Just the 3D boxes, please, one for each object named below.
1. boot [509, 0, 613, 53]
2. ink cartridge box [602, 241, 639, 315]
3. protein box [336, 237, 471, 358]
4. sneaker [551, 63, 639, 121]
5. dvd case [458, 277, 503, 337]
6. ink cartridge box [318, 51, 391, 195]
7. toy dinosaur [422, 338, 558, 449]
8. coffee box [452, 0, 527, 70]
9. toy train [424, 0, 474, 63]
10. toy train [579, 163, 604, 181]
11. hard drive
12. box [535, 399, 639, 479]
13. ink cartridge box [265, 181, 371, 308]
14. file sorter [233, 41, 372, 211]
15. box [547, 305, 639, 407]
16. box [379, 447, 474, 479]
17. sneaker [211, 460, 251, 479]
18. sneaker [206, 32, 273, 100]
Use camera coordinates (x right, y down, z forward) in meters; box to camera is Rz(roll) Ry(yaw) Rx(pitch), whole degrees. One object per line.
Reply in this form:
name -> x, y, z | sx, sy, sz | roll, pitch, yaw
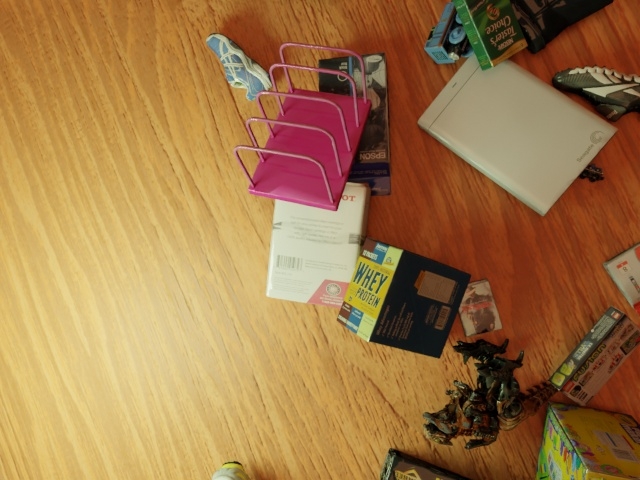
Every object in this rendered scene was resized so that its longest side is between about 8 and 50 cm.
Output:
boot -> 0.497, -0.569, 1.170 | 0.207, 0.094, 0.246 | -36, 85, 10
ink cartridge box -> 0.722, 0.087, 1.129 | 0.145, 0.045, 0.179 | -33, 80, 9
protein box -> 0.179, 0.124, 1.141 | 0.201, 0.136, 0.199 | 19, 92, -29
sneaker -> 0.622, -0.313, 1.145 | 0.235, 0.078, 0.106 | 11, 88, 10
dvd case -> 0.359, 0.155, 1.215 | 0.087, 0.013, 0.119 | -16, 84, 11
ink cartridge box -> 0.083, -0.271, 1.262 | 0.166, 0.065, 0.332 | -3, 88, 11
toy dinosaur -> 0.375, 0.339, 1.158 | 0.322, 0.164, 0.218 | -17, 102, -27
coffee box -> 0.364, -0.474, 1.137 | 0.113, 0.040, 0.184 | -32, 105, -16
toy train -> 0.314, -0.492, 1.203 | 0.105, 0.080, 0.184 | 15, 81, 47
toy train -> 0.554, -0.170, 1.181 | 0.158, 0.027, 0.036 | 22, 82, 12
hard drive -> 0.428, -0.252, 1.180 | 0.353, 0.047, 0.233 | 41, 96, 16
box -> 0.532, 0.507, 1.010 | 0.177, 0.290, 0.278 | 8, 98, 10
ink cartridge box -> 0.000, 0.000, 1.225 | 0.208, 0.117, 0.282 | 8, 97, 12
file sorter -> -0.031, -0.246, 1.110 | 0.202, 0.182, 0.290 | 12, 67, 14
box -> 0.588, 0.249, 1.122 | 0.114, 0.036, 0.207 | 35, 96, -29
box -> 0.286, 0.527, 1.089 | 0.322, 0.257, 0.079 | 18, 73, 11
sneaker -> -0.156, 0.697, 1.245 | 0.145, 0.147, 0.384 | -13, 104, 8
sneaker -> -0.214, -0.436, 1.317 | 0.211, 0.080, 0.081 | 43, 93, 11
